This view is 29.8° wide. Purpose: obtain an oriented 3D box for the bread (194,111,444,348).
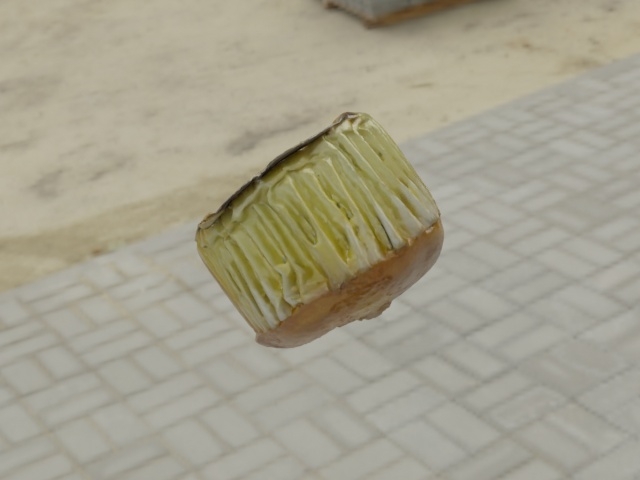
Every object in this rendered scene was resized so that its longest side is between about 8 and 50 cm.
[{"bbox_3d":[0.000,0.000,0.717,0.132,0.114,0.190,-35,-5,-4],"label":"bread"}]
